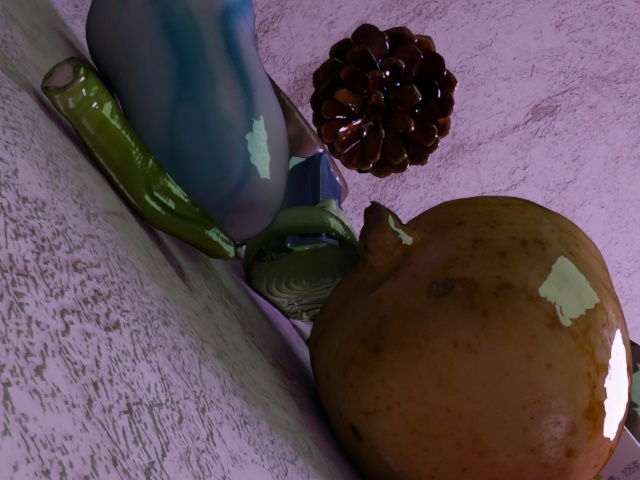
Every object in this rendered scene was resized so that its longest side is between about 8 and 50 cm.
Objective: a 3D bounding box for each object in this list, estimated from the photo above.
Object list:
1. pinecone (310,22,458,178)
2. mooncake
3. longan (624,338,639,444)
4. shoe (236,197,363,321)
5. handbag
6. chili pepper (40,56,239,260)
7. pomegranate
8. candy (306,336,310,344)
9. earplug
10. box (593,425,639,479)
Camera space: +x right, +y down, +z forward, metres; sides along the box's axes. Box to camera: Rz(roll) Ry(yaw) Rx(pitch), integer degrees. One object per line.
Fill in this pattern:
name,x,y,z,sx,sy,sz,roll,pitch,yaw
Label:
pinecone,0.103,-0.218,1.549,0.264,0.264,0.264,55,3,-4
mooncake,-0.087,-0.147,1.585,0.290,0.161,0.290,54,2,-2
longan,0.349,0.315,1.385,0.391,0.391,0.391,55,3,-4
shoe,-0.022,0.020,1.102,0.262,0.140,0.128,61,6,-62
handbag,0.000,0.000,1.380,0.179,0.062,0.229,51,35,-63
chili pepper,-0.139,-0.054,0.734,0.202,0.050,0.052,51,20,-26
pomegranate,0.136,0.104,0.943,0.342,0.342,0.342,55,3,-4
candy,0.025,0.151,1.216,0.062,0.038,0.122,56,3,22
earplug,-0.112,-0.127,0.918,0.185,0.185,0.324,52,9,-46
box,0.247,0.286,1.126,0.194,0.260,0.111,56,7,36
